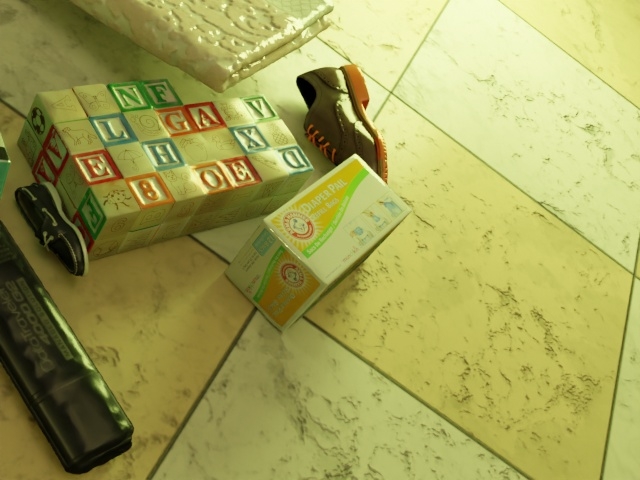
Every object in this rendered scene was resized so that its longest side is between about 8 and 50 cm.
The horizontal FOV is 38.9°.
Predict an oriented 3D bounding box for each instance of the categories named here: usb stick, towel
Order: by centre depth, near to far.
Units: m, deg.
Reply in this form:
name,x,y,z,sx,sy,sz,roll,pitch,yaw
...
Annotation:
name,x,y,z,sx,sy,sz,roll,pitch,yaw
usb stick,-0.276,0.096,0.871,0.077,0.045,0.278,-26,73,-37
towel,-0.182,-0.339,1.221,0.332,0.053,0.317,32,38,12

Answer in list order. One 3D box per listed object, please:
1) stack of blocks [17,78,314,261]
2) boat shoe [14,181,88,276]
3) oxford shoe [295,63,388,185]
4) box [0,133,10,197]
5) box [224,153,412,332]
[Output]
name,x,y,z,sx,sy,sz,roll,pitch,yaw
stack of blocks,-0.175,-0.098,1.067,0.297,0.087,0.171,-16,66,-42
boat shoe,-0.282,-0.011,0.952,0.038,0.046,0.125,-12,61,-41
oxford shoe,0.027,-0.131,1.250,0.099,0.096,0.271,-4,52,-14
box,-0.377,-0.112,0.886,0.101,0.060,0.244,7,27,-31
box,0.000,0.000,1.091,0.103,0.114,0.203,45,44,6
